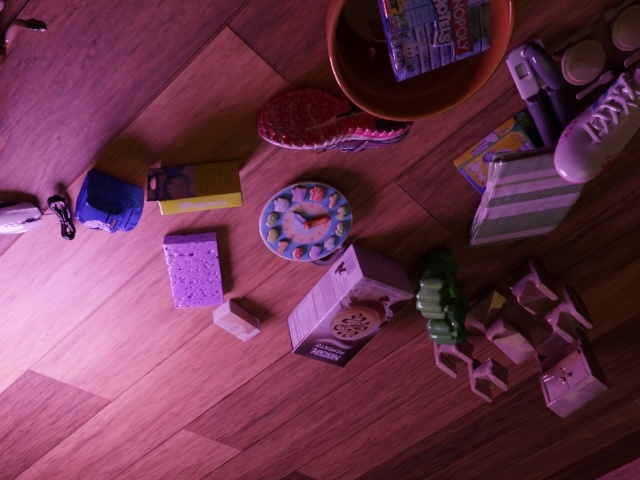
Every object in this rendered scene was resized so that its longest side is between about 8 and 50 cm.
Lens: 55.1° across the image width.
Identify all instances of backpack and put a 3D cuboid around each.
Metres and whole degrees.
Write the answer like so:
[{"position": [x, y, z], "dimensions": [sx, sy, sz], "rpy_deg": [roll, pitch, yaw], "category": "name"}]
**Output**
[{"position": [-0.412, -0.064, 1.207], "dimensions": [0.120, 0.101, 0.098], "rpy_deg": [16, 133, -30], "category": "backpack"}]

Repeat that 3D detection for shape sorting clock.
[{"position": [-0.031, -0.038, 1.343], "dimensions": [0.206, 0.040, 0.206], "rpy_deg": [-5, 121, -9], "category": "shape sorting clock"}]

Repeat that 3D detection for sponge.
[{"position": [-0.287, 0.072, 1.406], "dimensions": [0.117, 0.031, 0.210], "rpy_deg": [-6, 133, -9], "category": "sponge"}]

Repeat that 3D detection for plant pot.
[{"position": [0.137, -0.370, 0.991], "dimensions": [0.290, 0.203, 0.291], "rpy_deg": [-7, 133, -8], "category": "plant pot"}]

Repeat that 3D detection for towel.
[{"position": [0.472, -0.099, 1.384], "dimensions": [0.247, 0.038, 0.325], "rpy_deg": [-9, 146, -5], "category": "towel"}]

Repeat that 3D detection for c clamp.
[{"position": [0.000, 0.000, 1.416], "dimensions": [0.137, 0.022, 0.160], "rpy_deg": [-37, 129, 19], "category": "c clamp"}]

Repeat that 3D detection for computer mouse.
[{"position": [-0.595, -0.041, 1.222], "dimensions": [0.192, 0.042, 0.106], "rpy_deg": [-3, 133, -11], "category": "computer mouse"}]

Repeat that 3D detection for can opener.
[{"position": [0.457, -0.273, 1.228], "dimensions": [0.076, 0.095, 0.283], "rpy_deg": [-31, 124, 12], "category": "can opener"}]

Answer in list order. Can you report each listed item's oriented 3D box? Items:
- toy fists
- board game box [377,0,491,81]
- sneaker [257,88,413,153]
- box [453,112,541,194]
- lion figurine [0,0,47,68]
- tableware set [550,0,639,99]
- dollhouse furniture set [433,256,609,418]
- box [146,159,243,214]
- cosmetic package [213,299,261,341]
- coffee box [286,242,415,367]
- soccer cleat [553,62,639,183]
[{"position": [0.310, 0.159, 1.535], "dimensions": [0.096, 0.142, 0.279], "rpy_deg": [9, 144, 32], "category": "toy fists"}, {"position": [0.182, -0.333, 0.857], "dimensions": [0.194, 0.060, 0.194], "rpy_deg": [-19, 133, 5], "category": "board game box"}, {"position": [0.029, -0.212, 1.175], "dimensions": [0.299, 0.121, 0.112], "rpy_deg": [-1, 163, -3], "category": "sneaker"}, {"position": [0.393, -0.188, 1.329], "dimensions": [0.179, 0.043, 0.105], "rpy_deg": [-39, 129, 19], "category": "box"}, {"position": [-0.609, -0.265, 0.936], "dimensions": [0.392, 0.240, 0.142], "rpy_deg": [-15, 99, -16], "category": "lion figurine"}, {"position": [0.554, -0.383, 1.196], "dimensions": [0.194, 0.039, 0.128], "rpy_deg": [-34, 119, 10], "category": "tableware set"}, {"position": [0.576, 0.263, 1.710], "dimensions": [0.394, 0.256, 0.362], "rpy_deg": [37, 116, -13], "category": "dollhouse furniture set"}, {"position": [-0.246, -0.105, 1.202], "dimensions": [0.178, 0.109, 0.042], "rpy_deg": [-7, 134, -7], "category": "box"}, {"position": [-0.208, 0.201, 1.534], "dimensions": [0.060, 0.041, 0.115], "rpy_deg": [-36, 130, 19], "category": "cosmetic package"}, {"position": [0.067, 0.167, 1.517], "dimensions": [0.168, 0.119, 0.297], "rpy_deg": [21, 123, -30], "category": "coffee box"}, {"position": [0.573, -0.252, 1.189], "dimensions": [0.331, 0.116, 0.143], "rpy_deg": [-44, 159, -17], "category": "soccer cleat"}]
